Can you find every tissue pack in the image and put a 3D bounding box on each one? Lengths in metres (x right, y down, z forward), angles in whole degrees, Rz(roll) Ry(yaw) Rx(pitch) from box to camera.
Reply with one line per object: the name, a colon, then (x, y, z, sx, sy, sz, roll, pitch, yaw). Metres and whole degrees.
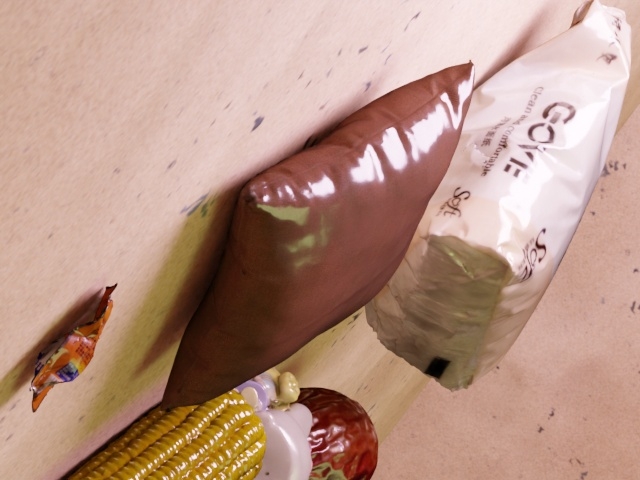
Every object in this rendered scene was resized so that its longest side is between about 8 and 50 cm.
tissue pack: (0.205, -0.053, 2.091, 0.375, 0.195, 0.390, -58, 173, -25)

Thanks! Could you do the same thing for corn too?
corn: (-0.180, 0.254, 1.746, 0.344, 0.131, 0.131, -36, 162, -46)

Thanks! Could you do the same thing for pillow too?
pillow: (0.000, 0.000, 1.664, 0.305, 0.108, 0.308, -33, 158, -41)

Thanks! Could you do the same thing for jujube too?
jujube: (-0.040, 0.266, 2.250, 0.236, 0.168, 0.168, -14, 147, -41)

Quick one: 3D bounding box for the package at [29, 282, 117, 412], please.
package: (-0.187, 0.082, 1.405, 0.110, 0.033, 0.077, -50, 160, -21)

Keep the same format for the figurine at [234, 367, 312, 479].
figurine: (-0.068, 0.219, 2.028, 0.127, 0.155, 0.235, -19, -178, 5)
